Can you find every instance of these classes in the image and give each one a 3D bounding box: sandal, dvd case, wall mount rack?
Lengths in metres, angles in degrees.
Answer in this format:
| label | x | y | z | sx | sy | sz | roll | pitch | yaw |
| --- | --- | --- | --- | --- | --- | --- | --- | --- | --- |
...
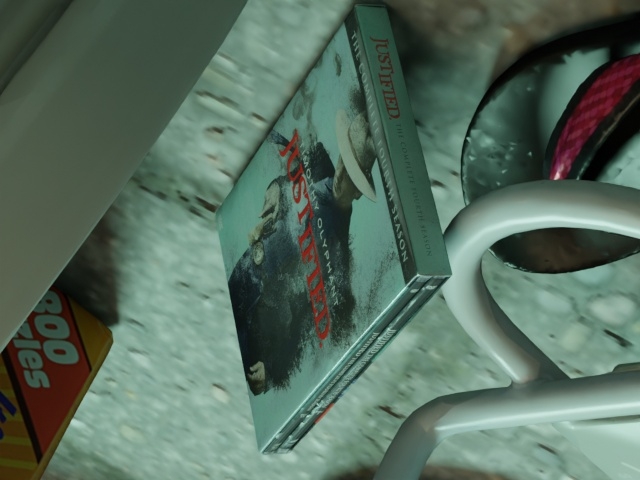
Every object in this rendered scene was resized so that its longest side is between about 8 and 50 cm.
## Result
| label | x | y | z | sx | sy | sz | roll | pitch | yaw |
| --- | --- | --- | --- | --- | --- | --- | --- | --- | --- |
| sandal | 0.095 | -0.028 | 0.495 | 0.067 | 0.040 | 0.179 | 42 | 142 | -18 |
| dvd case | 0.000 | 0.000 | 0.563 | 0.013 | 0.087 | 0.119 | 2 | 151 | -26 |
| wall mount rack | 0.174 | 0.126 | 0.512 | 0.350 | 0.130 | 0.304 | 41 | 150 | -27 |

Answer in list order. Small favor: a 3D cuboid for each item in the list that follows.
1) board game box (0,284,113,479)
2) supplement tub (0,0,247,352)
| label | x | y | z | sx | sy | sz | roll | pitch | yaw |
| --- | --- | --- | --- | --- | --- | --- | --- | --- | --- |
| board game box | -0.353 | 0.128 | 0.638 | 0.356 | 0.356 | 0.356 | 37 | 124 | -10 |
| supplement tub | -0.206 | -0.086 | 0.463 | 0.331 | 0.241 | 0.241 | 37 | 143 | -10 |
